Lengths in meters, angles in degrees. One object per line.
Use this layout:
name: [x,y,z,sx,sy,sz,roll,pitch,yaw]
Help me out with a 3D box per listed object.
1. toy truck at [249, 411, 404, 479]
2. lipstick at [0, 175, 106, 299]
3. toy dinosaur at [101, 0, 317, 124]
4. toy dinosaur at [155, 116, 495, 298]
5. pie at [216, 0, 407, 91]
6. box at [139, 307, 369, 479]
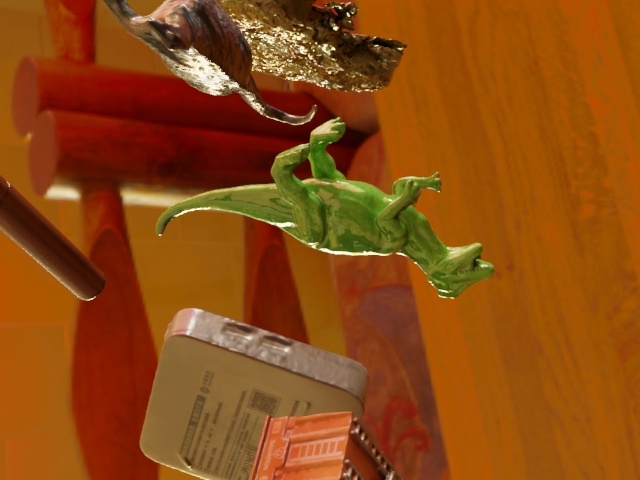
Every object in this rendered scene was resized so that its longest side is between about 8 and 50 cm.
toy truck: [0.054,0.454,1.465,0.207,0.387,0.173,-16,36,26]
lipstick: [-0.417,-0.031,1.218,0.057,0.357,0.057,-16,48,18]
toy dinosaur: [-0.106,-0.169,0.763,0.076,0.363,0.147,-44,79,6]
toy dinosaur: [0.000,0.000,1.525,0.500,0.144,0.374,-25,111,31]
pie: [-0.049,-0.274,1.203,0.296,0.371,0.078,7,88,23]
box: [-0.139,0.336,1.727,0.111,0.396,0.396,-73,3,-52]
